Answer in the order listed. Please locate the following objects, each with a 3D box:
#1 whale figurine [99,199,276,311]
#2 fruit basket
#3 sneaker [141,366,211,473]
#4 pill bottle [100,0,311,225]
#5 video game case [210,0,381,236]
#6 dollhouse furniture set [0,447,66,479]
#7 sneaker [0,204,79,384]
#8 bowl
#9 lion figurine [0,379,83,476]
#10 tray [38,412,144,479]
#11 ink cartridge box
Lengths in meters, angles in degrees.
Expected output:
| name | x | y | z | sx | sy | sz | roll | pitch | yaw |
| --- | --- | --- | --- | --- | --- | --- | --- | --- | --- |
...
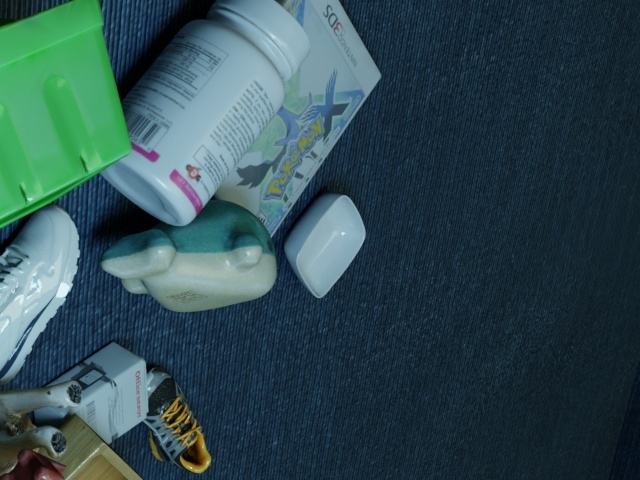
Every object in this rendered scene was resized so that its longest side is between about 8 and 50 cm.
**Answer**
| name | x | y | z | sx | sy | sz | roll | pitch | yaw |
| --- | --- | --- | --- | --- | --- | --- | --- | --- | --- |
| whale figurine | -0.174 | 0.009 | 2.087 | 0.272 | 0.216 | 0.141 | 15 | 65 | -58 |
| fruit basket | -0.404 | -0.174 | 1.580 | 0.392 | 0.283 | 0.392 | 15 | 65 | -34 |
| sneaker | -0.211 | 0.259 | 2.297 | 0.084 | 0.083 | 0.215 | -48 | 145 | -21 |
| pill bottle | -0.145 | -0.172 | 1.989 | 0.283 | 0.160 | 0.160 | -53 | 148 | -16 |
| video game case | -0.056 | -0.185 | 2.235 | 0.329 | 0.036 | 0.300 | -56 | 148 | -12 |
| dollhouse furniture set | -0.382 | 0.372 | 1.803 | 0.374 | 0.201 | 0.152 | -28 | 135 | 22 |
| sneaker | -0.371 | 0.062 | 1.909 | 0.095 | 0.090 | 0.235 | 25 | 90 | -50 |
| bowl | 0.000 | 0.000 | 2.444 | 0.142 | 0.053 | 0.142 | -52 | 148 | -16 |
| lion figurine | -0.441 | 0.195 | 1.843 | 0.392 | 0.240 | 0.142 | 48 | 38 | -41 |
| tray | -0.408 | 0.427 | 2.072 | 0.411 | 0.076 | 0.203 | -44 | 146 | -9 |
| ink cartridge box | -0.307 | 0.222 | 2.141 | 0.150 | 0.063 | 0.109 | -34 | 140 | -39 |
